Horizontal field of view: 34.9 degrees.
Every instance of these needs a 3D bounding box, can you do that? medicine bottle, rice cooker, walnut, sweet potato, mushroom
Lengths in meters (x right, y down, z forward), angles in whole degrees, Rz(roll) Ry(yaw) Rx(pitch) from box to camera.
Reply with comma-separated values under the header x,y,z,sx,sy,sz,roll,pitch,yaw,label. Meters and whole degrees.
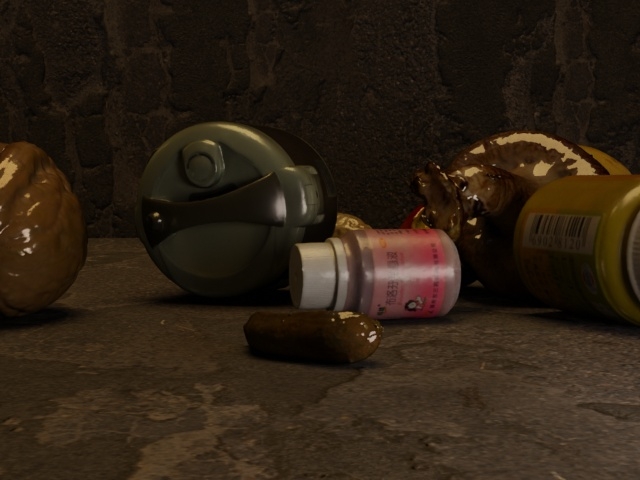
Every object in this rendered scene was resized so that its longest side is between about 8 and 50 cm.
x,y,z,sx,sy,sz,roll,pitch,yaw,label
0.081,0.053,1.561,0.247,0.147,0.147,-1,4,-14,medicine bottle
-0.145,-0.055,1.854,0.335,0.335,0.325,1,3,17,rice cooker
0.472,0.013,1.486,0.224,0.224,0.384,-2,3,-22,medicine bottle
-0.520,-0.014,1.596,0.333,0.332,0.333,0,3,0,walnut
-0.026,0.115,1.238,0.233,0.062,0.081,-2,-14,41,sweet potato
0.339,-0.077,1.784,0.334,0.356,0.331,-29,34,3,mushroom

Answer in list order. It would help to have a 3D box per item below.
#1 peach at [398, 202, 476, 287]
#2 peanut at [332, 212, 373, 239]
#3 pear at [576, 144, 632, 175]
x,y,z,sx,sy,sz,roll,pitch,yaw,label
0.245,0.004,1.961,0.196,0.189,0.226,10,1,25,peach
0.000,0.000,2.455,0.325,0.140,0.153,4,-2,26,peanut
0.549,-0.068,2.271,0.314,0.314,0.314,0,3,0,pear
